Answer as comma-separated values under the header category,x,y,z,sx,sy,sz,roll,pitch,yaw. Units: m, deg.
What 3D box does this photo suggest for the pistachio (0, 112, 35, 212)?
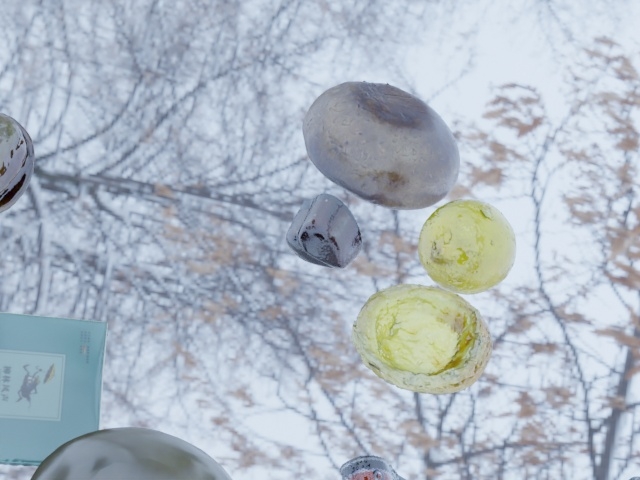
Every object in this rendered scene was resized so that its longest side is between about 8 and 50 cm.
category,x,y,z,sx,sy,sz,roll,pitch,yaw
pistachio,-0.470,-0.113,1.437,0.130,0.165,0.210,-44,-166,38

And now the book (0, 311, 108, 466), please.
category,x,y,z,sx,sy,sz,roll,pitch,yaw
book,-0.554,0.245,1.793,0.031,0.380,0.264,138,-43,-62

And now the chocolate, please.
category,x,y,z,sx,sy,sz,roll,pitch,yaw
chocolate,0.000,0.000,1.765,0.080,0.125,0.149,-48,-165,-29

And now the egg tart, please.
category,x,y,z,sx,sy,sz,roll,pitch,yaw
egg tart,0.153,0.156,1.591,0.212,0.213,0.090,-112,-163,-45

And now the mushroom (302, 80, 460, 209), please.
category,x,y,z,sx,sy,sz,roll,pitch,yaw
mushroom,0.128,-0.210,2.272,0.345,0.345,0.239,-136,-139,-56

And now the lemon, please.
category,x,y,z,sx,sy,sz,roll,pitch,yaw
lemon,0.259,0.012,1.897,0.174,0.206,0.173,0,-90,32

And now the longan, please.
category,x,y,z,sx,sy,sz,roll,pitch,yaw
longan,-0.269,0.443,1.523,0.361,0.361,0.360,-29,-124,53

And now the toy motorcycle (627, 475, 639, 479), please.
category,x,y,z,sx,sy,sz,roll,pitch,yaw
toy motorcycle,0.416,0.455,1.574,0.074,0.151,0.228,27,-79,40

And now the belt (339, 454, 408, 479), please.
category,x,y,z,sx,sy,sz,roll,pitch,yaw
belt,0.142,0.504,2.062,0.126,0.359,0.094,-13,-120,20
